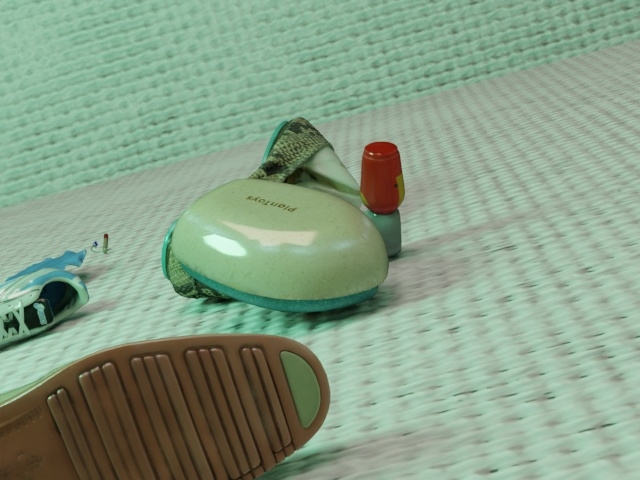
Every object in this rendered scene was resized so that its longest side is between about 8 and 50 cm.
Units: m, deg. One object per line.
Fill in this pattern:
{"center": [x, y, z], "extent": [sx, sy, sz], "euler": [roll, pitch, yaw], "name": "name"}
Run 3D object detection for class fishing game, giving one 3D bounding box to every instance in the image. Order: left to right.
{"center": [-0.448, 0.064, 2.034], "extent": [0.264, 0.041, 0.189], "euler": [-25, 12, -5], "name": "fishing game"}

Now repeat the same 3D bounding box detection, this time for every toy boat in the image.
{"center": [0.000, 0.000, 1.527], "extent": [0.267, 0.148, 0.318], "euler": [19, 34, 35], "name": "toy boat"}

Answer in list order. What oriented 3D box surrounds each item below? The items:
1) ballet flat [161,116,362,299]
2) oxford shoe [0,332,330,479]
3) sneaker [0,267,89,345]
{"center": [-0.044, -0.038, 1.790], "extent": [0.182, 0.164, 0.483], "euler": [11, 26, 16], "name": "ballet flat"}
{"center": [-0.188, 0.154, 1.049], "extent": [0.397, 0.140, 0.146], "euler": [-14, 6, -1], "name": "oxford shoe"}
{"center": [-0.415, 0.100, 1.721], "extent": [0.086, 0.085, 0.237], "euler": [8, 28, 45], "name": "sneaker"}
